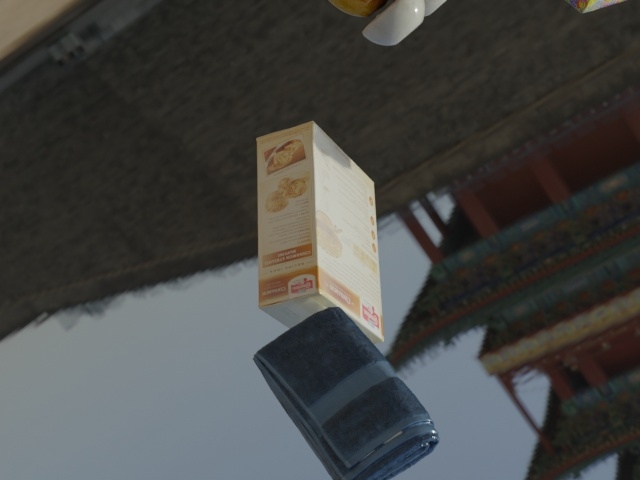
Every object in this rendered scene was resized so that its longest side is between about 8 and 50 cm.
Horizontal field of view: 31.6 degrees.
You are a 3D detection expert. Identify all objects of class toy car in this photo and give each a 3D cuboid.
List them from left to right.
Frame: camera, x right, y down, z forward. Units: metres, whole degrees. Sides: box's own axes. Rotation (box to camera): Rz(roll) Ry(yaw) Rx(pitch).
[{"bbox_3d":[0.077,-0.308,1.179,0.136,0.159,0.182,-39,-175,45],"label":"toy car"}]

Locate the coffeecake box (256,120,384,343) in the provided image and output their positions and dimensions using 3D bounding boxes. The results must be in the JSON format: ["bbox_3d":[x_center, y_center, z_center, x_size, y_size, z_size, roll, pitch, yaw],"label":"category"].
[{"bbox_3d":[0.000,0.000,1.120,0.068,0.142,0.185,-15,-120,23],"label":"coffeecake box"}]

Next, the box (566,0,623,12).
[{"bbox_3d":[0.375,-0.524,1.567,0.177,0.279,0.290,-24,149,-42],"label":"box"}]

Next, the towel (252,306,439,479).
[{"bbox_3d":[0.014,0.091,0.663,0.067,0.029,0.119,-34,-133,-7],"label":"towel"}]
